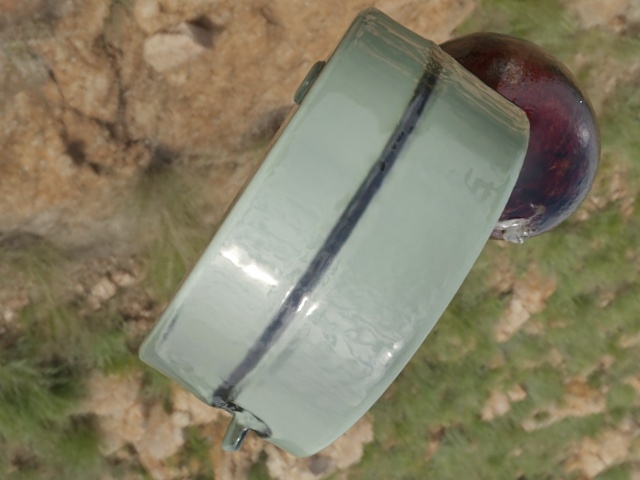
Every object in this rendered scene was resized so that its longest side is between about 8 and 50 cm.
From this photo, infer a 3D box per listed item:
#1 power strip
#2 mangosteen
[{"bbox_3d":[0.000,0.000,0.843,0.357,0.161,0.357,-56,-174,9],"label":"power strip"},{"bbox_3d":[0.164,-0.078,1.099,0.235,0.236,0.261,83,28,-59],"label":"mangosteen"}]
